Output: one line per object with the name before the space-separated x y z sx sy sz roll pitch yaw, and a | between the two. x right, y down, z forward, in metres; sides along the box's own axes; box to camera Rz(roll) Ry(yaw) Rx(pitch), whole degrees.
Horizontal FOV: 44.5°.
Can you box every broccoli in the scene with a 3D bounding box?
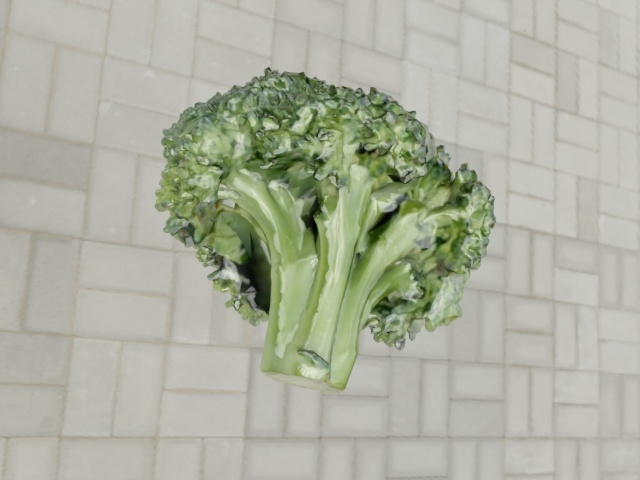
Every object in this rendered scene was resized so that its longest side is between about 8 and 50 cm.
broccoli | 0.003 -0.010 0.694 0.288 0.235 0.260 10 95 5
